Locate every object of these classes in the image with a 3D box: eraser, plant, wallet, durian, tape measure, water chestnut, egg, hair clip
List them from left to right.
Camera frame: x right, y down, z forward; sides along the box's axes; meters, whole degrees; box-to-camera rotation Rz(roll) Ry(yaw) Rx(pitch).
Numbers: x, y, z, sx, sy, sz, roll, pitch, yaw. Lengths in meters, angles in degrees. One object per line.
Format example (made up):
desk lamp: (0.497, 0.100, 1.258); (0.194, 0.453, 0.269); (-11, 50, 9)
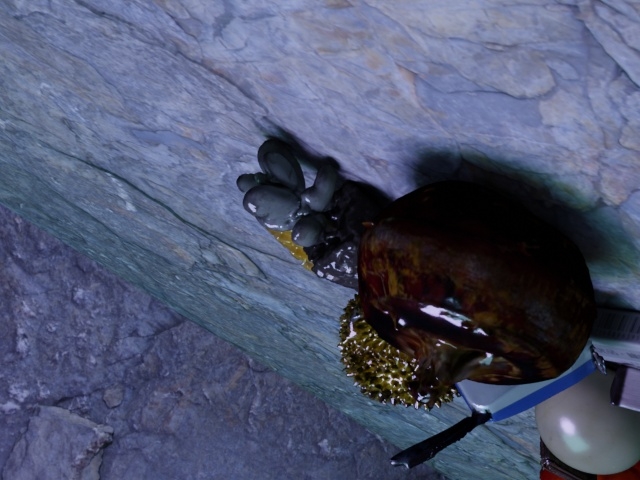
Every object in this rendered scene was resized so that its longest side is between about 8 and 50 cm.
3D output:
plant: (-0.003, -0.037, 1.747); (0.275, 0.146, 0.149); (36, 118, -23)
durian: (0.177, 0.162, 1.925); (0.293, 0.258, 0.258); (3, 157, 15)
water chestnut: (0.192, 0.089, 1.549); (0.351, 0.302, 0.350); (21, 164, 6)
tape measure: (0.233, 0.201, 1.715); (0.215, 0.351, 0.098); (61, 177, 44)
wallet: (0.466, 0.359, 2.125); (0.124, 0.230, 0.042); (29, 125, -12)
egg: (0.484, 0.318, 1.994); (0.186, 0.186, 0.242); (8, 153, 49)
eraser: (0.447, 0.146, 1.752); (0.089, 0.061, 0.352); (39, 160, -35)
hair clip: (0.616, 0.265, 1.741); (0.331, 0.085, 0.101); (15, 166, 13)

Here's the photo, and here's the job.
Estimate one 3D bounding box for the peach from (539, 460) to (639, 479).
peach: (0.592, 0.527, 2.226); (0.370, 0.370, 0.370); (25, 164, 8)

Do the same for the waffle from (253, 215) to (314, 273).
waffle: (0.000, 0.000, 2.017); (0.168, 0.057, 0.274); (15, 160, 36)
